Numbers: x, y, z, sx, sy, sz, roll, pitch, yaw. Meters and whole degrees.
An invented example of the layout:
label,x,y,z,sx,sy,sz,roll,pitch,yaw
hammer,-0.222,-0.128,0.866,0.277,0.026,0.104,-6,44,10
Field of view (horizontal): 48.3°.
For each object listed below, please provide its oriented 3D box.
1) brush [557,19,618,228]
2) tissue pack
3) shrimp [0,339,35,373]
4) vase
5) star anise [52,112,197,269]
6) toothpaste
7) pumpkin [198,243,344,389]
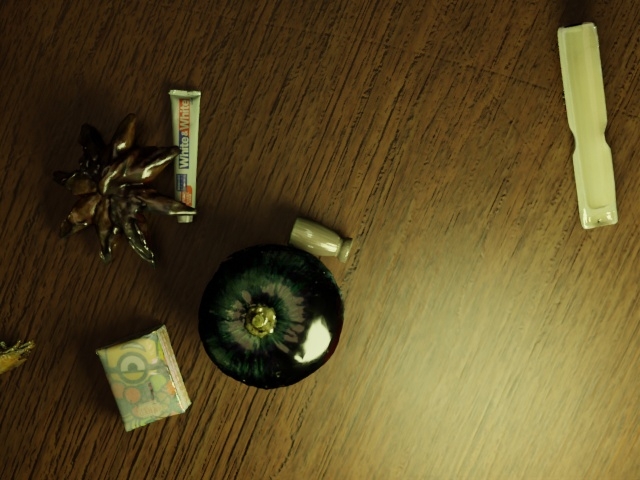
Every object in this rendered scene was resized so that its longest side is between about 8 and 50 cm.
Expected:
label,x,y,z,sx,sy,sz,roll,pitch,yaw
brush,0.420,-0.180,1.133,0.060,0.050,0.321,-11,101,1
tissue pack,-0.294,0.228,1.192,0.108,0.060,0.148,-18,92,6
shrimp,-0.577,0.179,1.222,0.178,0.034,0.124,-29,85,9
vase,0.000,0.000,1.164,0.100,0.053,0.053,20,95,-2
star anise,-0.333,-0.076,1.147,0.271,0.102,0.272,1,92,14
toothpaste,-0.224,-0.139,1.180,0.052,0.033,0.218,0,91,-4
pumpkin,-0.077,0.120,1.122,0.233,0.163,0.233,0,92,5
